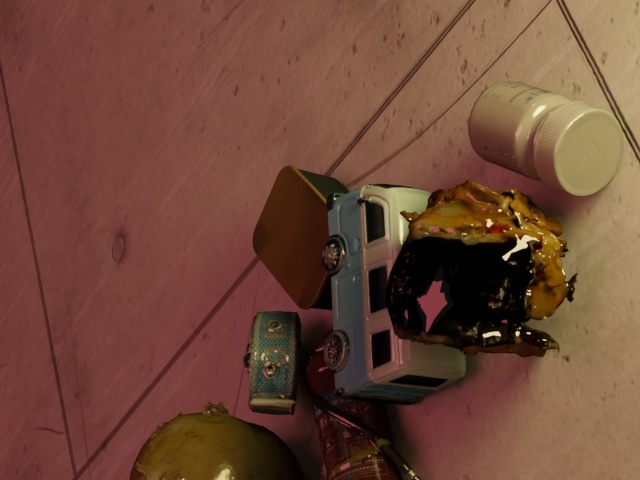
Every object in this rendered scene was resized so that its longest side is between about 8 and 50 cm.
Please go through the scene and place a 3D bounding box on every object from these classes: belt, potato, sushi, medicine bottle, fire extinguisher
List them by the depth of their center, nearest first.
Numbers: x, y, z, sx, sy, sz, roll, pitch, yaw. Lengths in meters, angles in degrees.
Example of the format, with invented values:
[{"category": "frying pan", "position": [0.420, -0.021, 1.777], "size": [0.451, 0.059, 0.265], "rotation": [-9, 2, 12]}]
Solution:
[{"category": "sushi", "position": [0.182, 0.029, 1.648], "size": [0.213, 0.200, 0.204], "rotation": [172, 106, -75]}, {"category": "medicine bottle", "position": [0.256, -0.119, 1.660], "size": [0.168, 0.105, 0.105], "rotation": [30, 106, 55]}, {"category": "fire extinguisher", "position": [0.055, 0.242, 1.867], "size": [0.141, 0.105, 0.341], "rotation": [-18, 59, 10]}, {"category": "potato", "position": [-0.148, 0.404, 1.934], "size": [0.219, 0.269, 0.359], "rotation": [-13, 57, 36]}, {"category": "belt", "position": [-0.067, 0.170, 2.007], "size": [0.163, 0.082, 0.148], "rotation": [92, 179, -79]}]

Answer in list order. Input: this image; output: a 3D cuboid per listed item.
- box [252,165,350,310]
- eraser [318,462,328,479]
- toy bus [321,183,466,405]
[{"category": "box", "position": [0.000, 0.000, 2.007], "size": [0.201, 0.090, 0.144], "rotation": [47, 119, 49]}, {"category": "eraser", "position": [0.005, 0.344, 1.966], "size": [0.019, 0.027, 0.099], "rotation": [34, 111, 55]}, {"category": "toy bus", "position": [0.098, 0.057, 1.814], "size": [0.164, 0.133, 0.271], "rotation": [-27, 60, 52]}]
